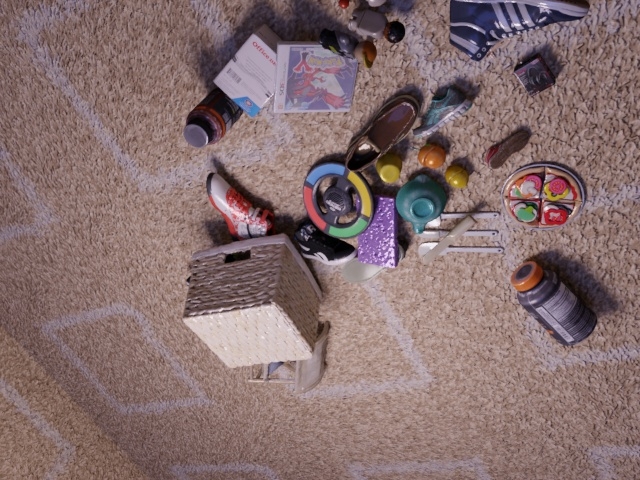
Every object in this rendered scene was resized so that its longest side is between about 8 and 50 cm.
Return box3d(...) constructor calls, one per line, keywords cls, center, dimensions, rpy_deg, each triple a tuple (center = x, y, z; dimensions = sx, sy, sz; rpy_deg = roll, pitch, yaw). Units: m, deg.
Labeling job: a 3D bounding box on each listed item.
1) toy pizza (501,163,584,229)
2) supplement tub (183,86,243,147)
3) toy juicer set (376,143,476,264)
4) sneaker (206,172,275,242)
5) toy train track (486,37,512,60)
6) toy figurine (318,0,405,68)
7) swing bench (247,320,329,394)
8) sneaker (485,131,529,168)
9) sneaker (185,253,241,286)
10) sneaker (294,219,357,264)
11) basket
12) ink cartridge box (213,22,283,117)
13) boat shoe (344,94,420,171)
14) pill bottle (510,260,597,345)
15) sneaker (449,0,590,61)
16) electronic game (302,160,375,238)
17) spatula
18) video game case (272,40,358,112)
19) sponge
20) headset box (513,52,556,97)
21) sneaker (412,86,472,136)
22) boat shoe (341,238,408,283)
box3d(cls="toy pizza", center=(0.562, -0.104, 1.620), dimensions=(0.202, 0.032, 0.201), rpy_deg=(11, 131, 14))
box3d(cls="supplement tub", center=(-0.286, -0.321, 1.681), dimensions=(0.106, 0.197, 0.106), rpy_deg=(12, 130, 14))
box3d(cls="toy juicer set", center=(0.303, -0.114, 1.695), dimensions=(0.209, 0.089, 0.328), rpy_deg=(-24, 113, 16))
box3d(cls="sneaker", center=(-0.229, -0.098, 1.915), dimensions=(0.145, 0.090, 0.270), rpy_deg=(-4, 129, 24))
box3d(cls="toy train track", center=(0.393, -0.434, 1.433), dimensions=(0.083, 0.014, 0.048), rpy_deg=(-29, 112, 37))
box3d(cls="toy figurine", center=(0.106, -0.497, 1.365), dimensions=(0.148, 0.213, 0.209), rpy_deg=(24, 133, 22))
box3d(cls="swing bench", center=(-0.111, 0.392, 2.215), dimensions=(0.255, 0.165, 0.253), rpy_deg=(14, 131, 11))
box3d(cls="sneaker", center=(0.454, -0.226, 1.566), dimensions=(0.118, 0.067, 0.042), rpy_deg=(-41, 104, 9))
box3d(cls="sneaker", center=(-0.362, 0.087, 2.135), dimensions=(0.235, 0.084, 0.097), rpy_deg=(-18, 113, 23))
box3d(cls="sneaker", center=(0.000, 0.000, 1.871), dimensions=(0.217, 0.079, 0.121), rpy_deg=(6, 134, 45))
box3d(cls="basket", center=(-0.201, 0.198, 1.962), dimensions=(0.329, 0.266, 0.331), rpy_deg=(-11, 138, 18))
box3d(cls="ink cartridge box", center=(-0.158, -0.429, 1.618), dimensions=(0.140, 0.082, 0.191), rpy_deg=(42, 129, -14))
box3d(cls="boat shoe", center=(0.154, -0.259, 1.619), dimensions=(0.095, 0.095, 0.257), rpy_deg=(37, 132, -9))
box3d(cls="pill bottle", center=(0.631, 0.166, 1.747), dimensions=(0.246, 0.130, 0.130), rpy_deg=(43, 130, -14))
box3d(cls="sneaker", center=(0.407, -0.453, 1.347), dimensions=(0.283, 0.099, 0.153), rpy_deg=(15, 124, 20))
box3d(cls="electronic game", center=(0.049, -0.112, 1.780), dimensions=(0.230, 0.048, 0.229), rpy_deg=(15, 120, 27))
box3d(cls="spatula", center=(0.379, -0.021, 1.773), dimensions=(0.242, 0.019, 0.168), rpy_deg=(0, 126, 22))
box3d(cls="video game case", center=(-0.012, -0.397, 1.558), dimensions=(0.202, 0.023, 0.183), rpy_deg=(-4, 133, -15))
box3d(cls="sponge", center=(0.160, -0.030, 1.796), dimensions=(0.117, 0.031, 0.209), rpy_deg=(9, 113, 29))
box3d(cls="headset box", center=(0.479, -0.374, 1.433), dimensions=(0.062, 0.032, 0.083), rpy_deg=(-27, 115, 37))
box3d(cls="sneaker", center=(0.286, -0.314, 1.554), dimensions=(0.167, 0.065, 0.076), rpy_deg=(-31, 94, 35))
box3d(cls="boat shoe", center=(0.163, 0.063, 1.894), dimensions=(0.228, 0.069, 0.081), rpy_deg=(-27, 94, 36))
